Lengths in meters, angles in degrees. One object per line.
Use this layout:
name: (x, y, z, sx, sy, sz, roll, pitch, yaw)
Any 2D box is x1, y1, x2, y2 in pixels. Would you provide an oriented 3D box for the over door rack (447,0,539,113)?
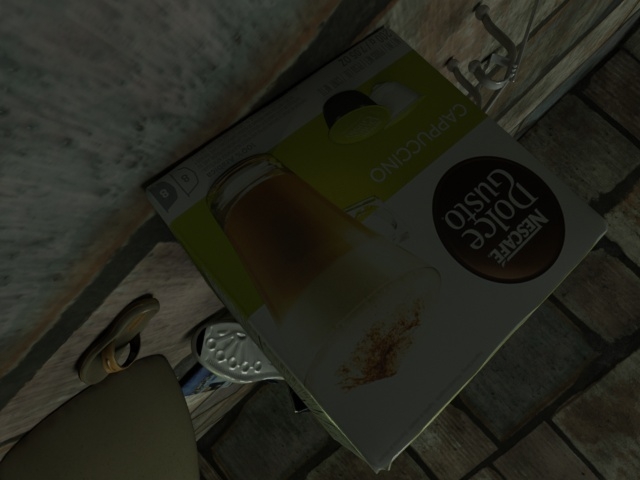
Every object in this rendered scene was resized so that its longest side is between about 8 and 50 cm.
over door rack: (0.286, -0.306, 0.787, 0.324, 0.108, 0.239, -53, 173, -22)

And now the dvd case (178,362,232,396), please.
dvd case: (-0.298, 0.384, 1.335, 0.180, 0.022, 0.253, -46, 154, 16)

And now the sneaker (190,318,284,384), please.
sneaker: (-0.210, 0.265, 1.093, 0.322, 0.130, 0.236, 23, 159, -40)

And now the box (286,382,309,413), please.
box: (0.047, 0.198, 1.015, 0.211, 0.294, 0.395, -21, 158, 6)

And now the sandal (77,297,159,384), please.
sandal: (-0.282, 0.153, 0.650, 0.180, 0.049, 0.072, -46, 167, 17)

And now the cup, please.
cup: (-0.363, 0.415, 0.853, 0.331, 0.237, 0.331, -41, 168, -11)

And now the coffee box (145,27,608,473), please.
coffee box: (0.053, 0.026, 0.593, 0.337, 0.334, 0.338, -39, 168, -16)
